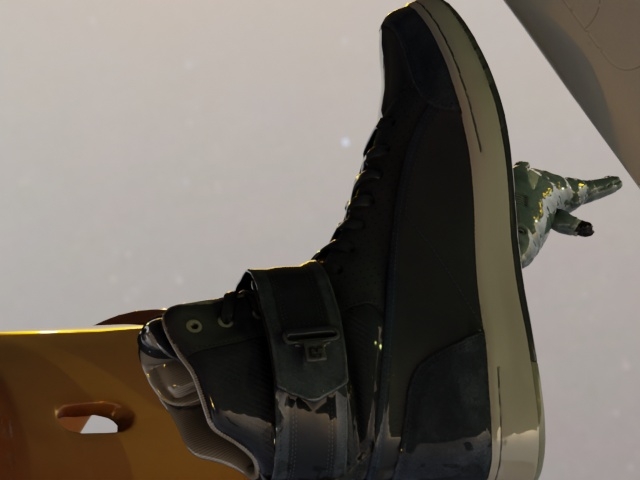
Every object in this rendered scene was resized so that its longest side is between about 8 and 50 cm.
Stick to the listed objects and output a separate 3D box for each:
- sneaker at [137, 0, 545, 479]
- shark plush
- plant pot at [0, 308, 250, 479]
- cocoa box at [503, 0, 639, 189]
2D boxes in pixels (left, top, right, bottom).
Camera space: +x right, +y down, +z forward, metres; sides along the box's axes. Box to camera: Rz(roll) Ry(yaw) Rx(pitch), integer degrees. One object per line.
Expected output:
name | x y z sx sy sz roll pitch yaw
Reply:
sneaker | 0.000 0.000 0.846 0.163 0.226 0.086 -4 159 -8
shark plush | 0.137 -0.010 1.216 0.067 0.073 0.161 27 -164 31
plant pot | -0.141 0.165 1.029 0.203 0.291 0.291 18 174 -44
cocoa box | 0.213 -0.171 0.934 0.228 0.347 0.231 -38 172 23
